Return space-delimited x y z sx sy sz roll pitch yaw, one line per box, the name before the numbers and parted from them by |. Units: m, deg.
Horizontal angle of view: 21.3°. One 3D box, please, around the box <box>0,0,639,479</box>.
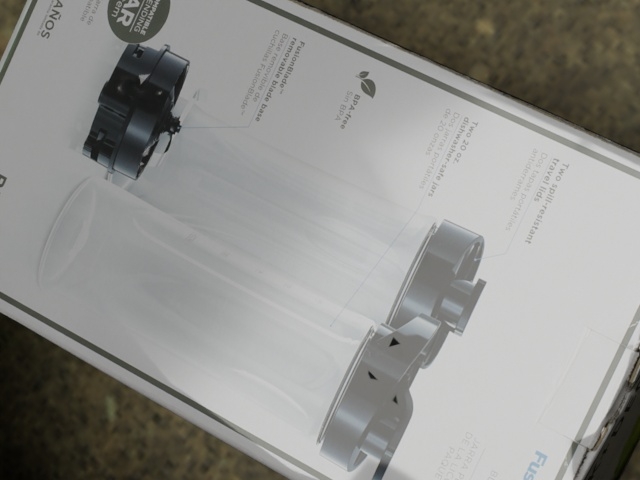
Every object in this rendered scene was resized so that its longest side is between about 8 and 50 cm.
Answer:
box | 0.000 0.000 0.677 0.290 0.087 0.169 26 95 21
